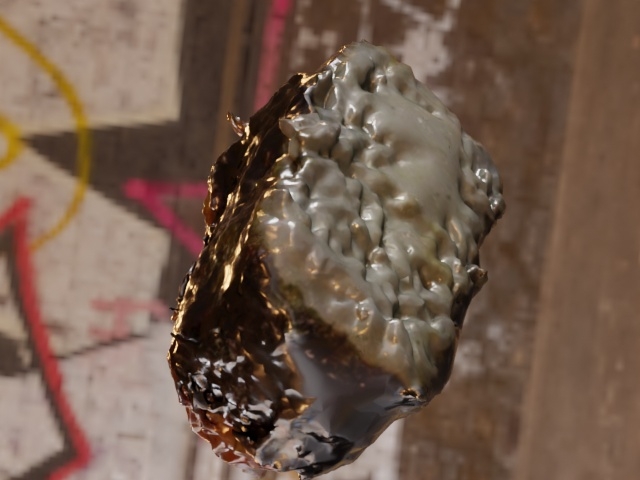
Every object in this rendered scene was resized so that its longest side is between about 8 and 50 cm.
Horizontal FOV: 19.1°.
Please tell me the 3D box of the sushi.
[{"bbox_3d":[0.000,0.000,1.294,0.182,0.196,0.343,-29,24,30],"label":"sushi"}]
